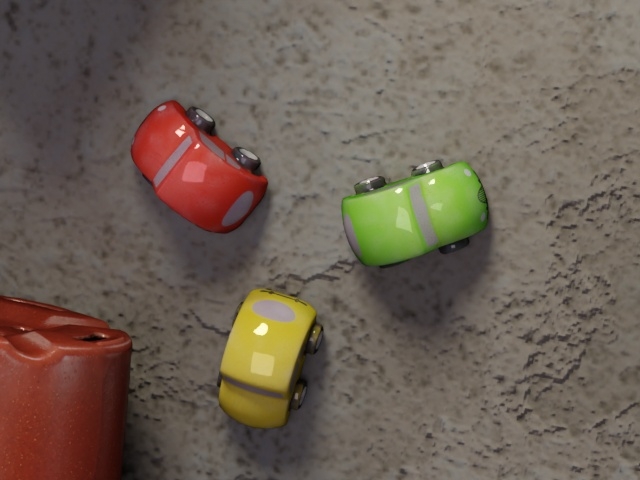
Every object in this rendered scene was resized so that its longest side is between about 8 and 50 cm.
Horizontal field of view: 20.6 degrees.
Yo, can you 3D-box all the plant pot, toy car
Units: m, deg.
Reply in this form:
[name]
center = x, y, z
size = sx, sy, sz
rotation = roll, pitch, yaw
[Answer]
[plant pot]
center = -0.244, 0.175, 1.169
size = 0.272, 0.272, 0.265
rotation = 11, 95, 9
[toy car]
center = 0.000, 0.000, 1.179
size = 0.225, 0.053, 0.239
rotation = -17, 97, 14
